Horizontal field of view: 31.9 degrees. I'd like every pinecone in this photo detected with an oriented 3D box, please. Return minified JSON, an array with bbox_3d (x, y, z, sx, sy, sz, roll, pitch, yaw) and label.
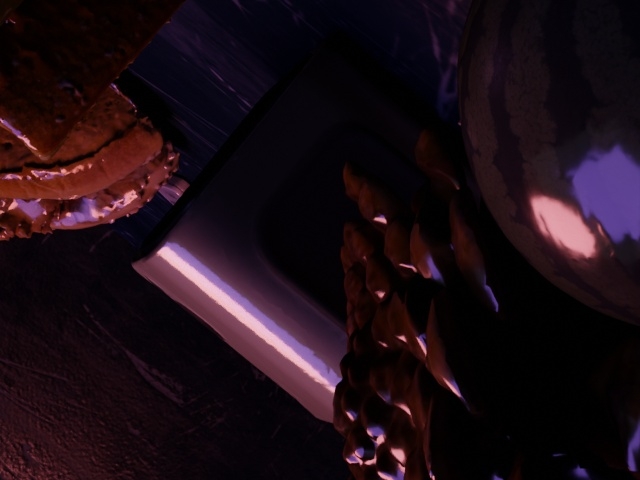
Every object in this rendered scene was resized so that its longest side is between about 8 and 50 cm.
[{"bbox_3d":[0.184,0.094,0.699,0.384,0.384,0.384,36,167,9],"label":"pinecone"}]

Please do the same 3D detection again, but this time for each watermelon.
[{"bbox_3d":[0.161,-0.065,0.479,0.212,0.212,0.212,36,167,9],"label":"watermelon"}]

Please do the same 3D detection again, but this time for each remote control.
[{"bbox_3d":[-0.186,-0.026,1.932,0.103,0.034,0.250,21,159,53],"label":"remote control"}]

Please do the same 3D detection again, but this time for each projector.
[{"bbox_3d":[0.000,0.000,1.036,0.249,0.248,0.248,40,167,-10],"label":"projector"}]

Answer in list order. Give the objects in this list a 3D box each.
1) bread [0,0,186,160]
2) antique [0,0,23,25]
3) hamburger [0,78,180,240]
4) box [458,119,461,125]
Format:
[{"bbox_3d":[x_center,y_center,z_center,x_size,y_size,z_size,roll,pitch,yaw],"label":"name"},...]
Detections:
[{"bbox_3d":[-0.237,-0.211,0.974,0.184,0.234,0.110,41,169,-14],"label":"bread"},{"bbox_3d":[-0.235,-0.250,0.863,0.080,0.221,0.081,39,168,-4],"label":"antique"},{"bbox_3d":[-0.437,-0.147,1.644,0.445,0.287,0.268,35,169,23],"label":"hamburger"},{"bbox_3d":[0.201,-0.036,0.841,0.218,0.039,0.055,40,166,-10],"label":"box"}]
